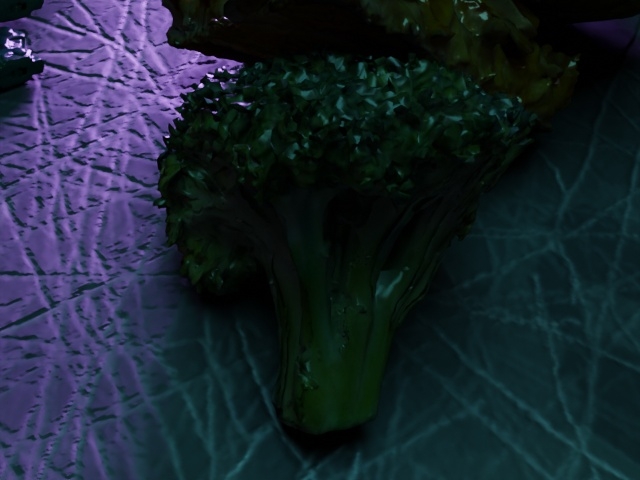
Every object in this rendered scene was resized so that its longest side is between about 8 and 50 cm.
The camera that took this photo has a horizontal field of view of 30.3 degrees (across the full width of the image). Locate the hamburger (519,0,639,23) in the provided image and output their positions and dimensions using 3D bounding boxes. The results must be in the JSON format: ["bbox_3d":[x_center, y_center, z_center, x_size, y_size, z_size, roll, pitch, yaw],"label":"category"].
[{"bbox_3d":[0.110,-0.212,0.751,0.265,0.134,0.285,24,18,29],"label":"hamburger"}]

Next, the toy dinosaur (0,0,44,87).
[{"bbox_3d":[-0.236,-0.160,0.774,0.259,0.094,0.153,-24,56,-35],"label":"toy dinosaur"}]

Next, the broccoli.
[{"bbox_3d":[0.000,0.000,0.596,0.219,0.194,0.194,1,38,38],"label":"broccoli"}]

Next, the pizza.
[{"bbox_3d":[-0.005,-0.133,0.680,0.251,0.287,0.074,11,86,30],"label":"pizza"}]
